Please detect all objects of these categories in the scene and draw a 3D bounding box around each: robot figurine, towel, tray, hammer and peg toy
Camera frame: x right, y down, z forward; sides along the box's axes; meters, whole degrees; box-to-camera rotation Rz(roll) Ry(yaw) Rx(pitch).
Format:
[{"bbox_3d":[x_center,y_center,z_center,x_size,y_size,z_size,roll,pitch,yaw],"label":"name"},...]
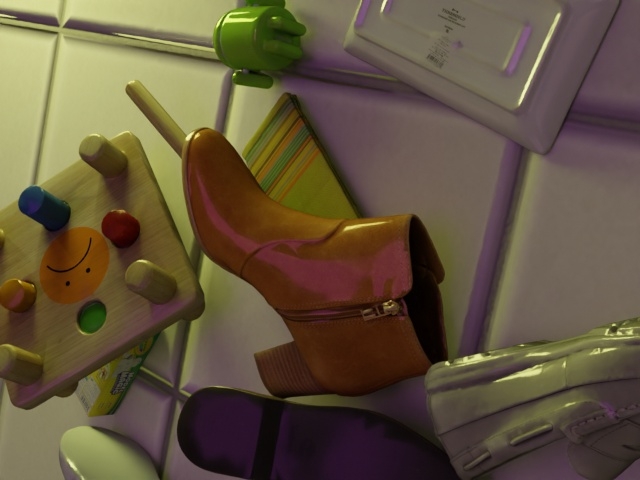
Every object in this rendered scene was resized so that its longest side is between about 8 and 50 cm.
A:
[{"bbox_3d":[-0.068,-0.215,1.013,0.115,0.067,0.101,9,93,44],"label":"robot figurine"},{"bbox_3d":[-0.007,-0.034,0.980,0.102,0.021,0.237,-50,57,37],"label":"towel"},{"bbox_3d":[0.123,-0.196,0.854,0.270,0.030,0.145,37,113,39],"label":"tray"},{"bbox_3d":[-0.237,-0.002,1.103,0.361,0.127,0.266,-32,61,8],"label":"hammer and peg toy"}]

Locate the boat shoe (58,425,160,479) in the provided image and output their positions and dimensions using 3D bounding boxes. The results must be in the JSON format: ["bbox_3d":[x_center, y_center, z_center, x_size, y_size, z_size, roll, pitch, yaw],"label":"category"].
[{"bbox_3d":[-0.221,0.334,1.109,0.301,0.108,0.102,35,116,36],"label":"boat shoe"}]

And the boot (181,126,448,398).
[{"bbox_3d":[0.000,0.001,0.887,0.211,0.104,0.295,-22,88,36],"label":"boot"}]

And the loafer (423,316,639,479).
[{"bbox_3d":[0.213,0.119,0.702,0.319,0.112,0.112,-23,77,49],"label":"loafer"}]

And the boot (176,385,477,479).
[{"bbox_3d":[0.022,0.206,0.892,0.305,0.115,0.112,16,85,26],"label":"boot"}]

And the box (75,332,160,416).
[{"bbox_3d":[-0.262,0.122,1.199,0.105,0.043,0.179,51,122,33],"label":"box"}]
